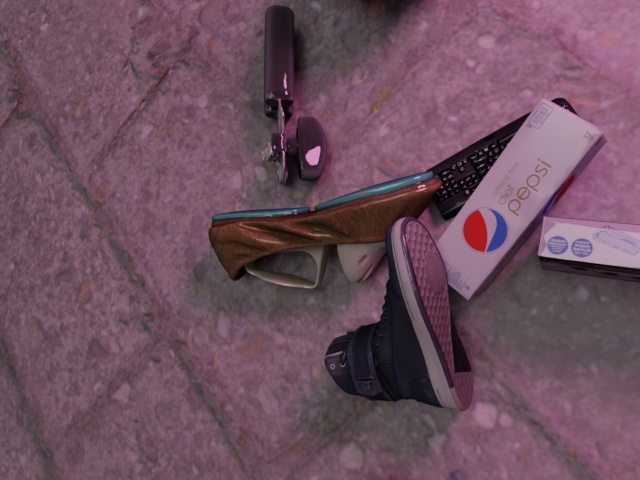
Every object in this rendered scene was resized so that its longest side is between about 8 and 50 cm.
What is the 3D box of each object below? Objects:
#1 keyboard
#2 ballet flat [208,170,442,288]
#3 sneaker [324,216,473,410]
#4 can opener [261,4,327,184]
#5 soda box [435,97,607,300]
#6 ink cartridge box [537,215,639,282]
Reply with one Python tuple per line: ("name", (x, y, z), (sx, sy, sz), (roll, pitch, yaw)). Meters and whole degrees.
("keyboard", (0.224, -0.093, 0.603), (0.192, 0.038, 0.100), (-30, 68, 19))
("ballet flat", (0.000, 0.000, 0.662), (0.342, 0.116, 0.124), (-9, 95, 25))
("sneaker", (0.067, 0.090, 0.572), (0.163, 0.086, 0.226), (-7, 106, 36))
("can opener", (-0.047, -0.215, 0.754), (0.093, 0.074, 0.280), (-3, 77, -10))
("soda box", (0.209, -0.040, 0.547), (0.069, 0.074, 0.216), (43, 114, 24))
("ink cartridge box", (0.331, 0.017, 0.493), (0.207, 0.097, 0.046), (7, 83, 28))
